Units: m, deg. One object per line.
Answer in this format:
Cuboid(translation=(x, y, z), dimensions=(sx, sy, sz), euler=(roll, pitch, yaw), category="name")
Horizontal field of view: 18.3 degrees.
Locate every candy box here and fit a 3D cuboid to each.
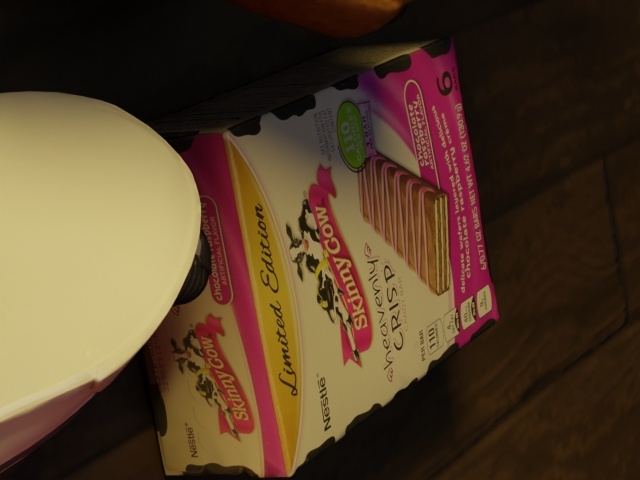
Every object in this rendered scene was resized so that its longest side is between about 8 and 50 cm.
Cuboid(translation=(0.000, 0.000, 0.954), dimensions=(0.233, 0.071, 0.159), euler=(-30, 113, -56), category="candy box")

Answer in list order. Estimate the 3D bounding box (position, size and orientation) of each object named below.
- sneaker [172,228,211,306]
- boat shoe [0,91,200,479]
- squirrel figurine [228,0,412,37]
Cuboid(translation=(-0.127, 0.030, 0.736), dimensions=(0.234, 0.078, 0.106), euler=(5, 86, -56), category="sneaker")
Cuboid(translation=(-0.149, 0.066, 0.597), dimensions=(0.108, 0.102, 0.301), euler=(37, 51, 2), category="boat shoe")
Cuboid(translation=(-0.011, -0.285, 0.845), dimensions=(0.397, 0.281, 0.370), euler=(54, 52, -21), category="squirrel figurine")
